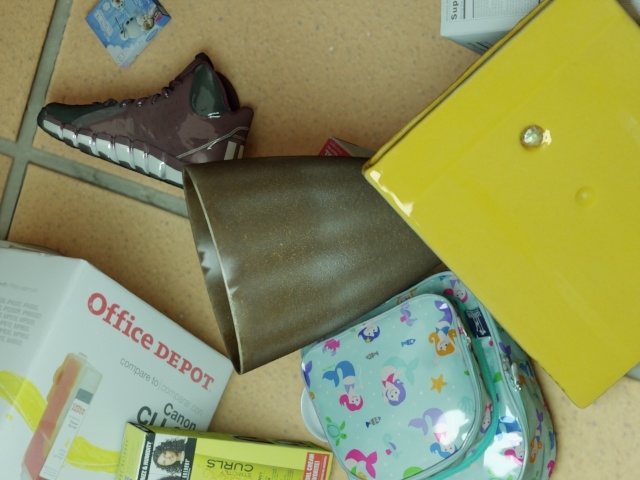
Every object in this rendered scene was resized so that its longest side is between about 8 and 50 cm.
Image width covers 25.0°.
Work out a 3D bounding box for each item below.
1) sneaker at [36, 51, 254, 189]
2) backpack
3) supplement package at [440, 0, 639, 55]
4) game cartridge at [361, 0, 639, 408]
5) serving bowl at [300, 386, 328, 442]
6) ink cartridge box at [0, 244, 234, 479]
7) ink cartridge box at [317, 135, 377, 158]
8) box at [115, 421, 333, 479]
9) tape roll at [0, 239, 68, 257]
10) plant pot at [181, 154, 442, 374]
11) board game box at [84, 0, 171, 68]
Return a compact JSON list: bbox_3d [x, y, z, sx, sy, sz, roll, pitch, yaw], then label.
[{"bbox_3d":[-0.198,-0.160,1.743,0.281,0.106,0.163,21,90,19],"label":"sneaker"},{"bbox_3d":[0.113,0.176,1.478,0.225,0.191,0.254,-26,78,21],"label":"backpack"},{"bbox_3d":[0.258,-0.269,1.462,0.244,0.134,0.139,0,85,29],"label":"supplement package"},{"bbox_3d":[0.248,-0.045,1.378,0.285,0.053,0.324,-42,102,5],"label":"game cartridge"},{"bbox_3d":[0.020,0.184,1.614,0.083,0.027,0.083,-4,82,29],"label":"serving bowl"},{"bbox_3d":[-0.294,0.235,1.565,0.160,0.279,0.385,7,66,41],"label":"ink cartridge box"},{"bbox_3d":[0.015,-0.029,1.591,0.063,0.109,0.150,43,106,28],"label":"ink cartridge box"},{"bbox_3d":[-0.104,0.253,1.563,0.058,0.232,0.087,11,89,60],"label":"box"},{"bbox_3d":[-0.413,0.192,1.838,0.392,0.072,0.392,-4,83,30],"label":"tape roll"},{"bbox_3d":[0.000,0.000,1.446,0.230,0.215,0.215,-15,75,-9],"label":"plant pot"},{"bbox_3d":[-0.243,-0.279,1.817,0.090,0.020,0.090,-46,65,19],"label":"board game box"}]
